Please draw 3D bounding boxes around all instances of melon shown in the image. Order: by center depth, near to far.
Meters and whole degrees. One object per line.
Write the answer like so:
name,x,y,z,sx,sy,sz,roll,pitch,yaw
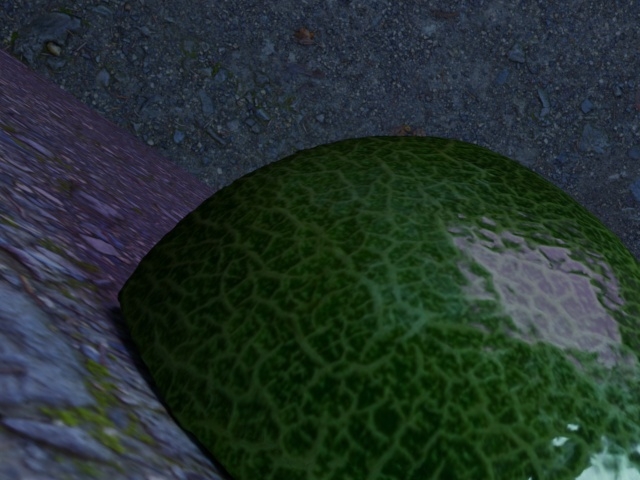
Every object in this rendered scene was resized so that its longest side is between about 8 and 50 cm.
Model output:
melon,0.075,0.083,0.434,0.331,0.226,0.343,-13,29,-29

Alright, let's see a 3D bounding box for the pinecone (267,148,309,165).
pinecone,0.000,0.000,0.869,0.244,0.244,0.309,35,13,27
